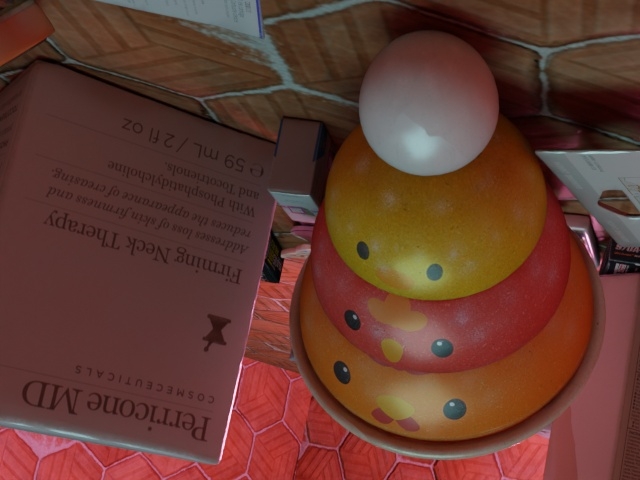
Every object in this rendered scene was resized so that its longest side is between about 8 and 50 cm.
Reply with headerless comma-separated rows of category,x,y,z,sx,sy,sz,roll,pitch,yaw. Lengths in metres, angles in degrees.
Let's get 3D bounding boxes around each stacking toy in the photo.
stacking toy,0.104,-0.026,1.065,0.350,0.350,0.480,8,150,17

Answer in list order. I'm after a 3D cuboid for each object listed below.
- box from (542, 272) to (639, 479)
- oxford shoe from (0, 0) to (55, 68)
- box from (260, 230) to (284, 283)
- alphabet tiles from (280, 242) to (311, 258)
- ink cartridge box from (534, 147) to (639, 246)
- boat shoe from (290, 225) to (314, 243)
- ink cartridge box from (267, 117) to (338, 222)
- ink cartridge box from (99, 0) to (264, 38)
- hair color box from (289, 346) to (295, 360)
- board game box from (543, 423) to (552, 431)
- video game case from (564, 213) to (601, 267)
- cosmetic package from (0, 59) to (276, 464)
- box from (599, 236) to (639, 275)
box,0.390,0.208,1.396,0.148,0.311,0.121,20,166,-28
oxford shoe,-0.336,-0.211,0.982,0.133,0.130,0.364,59,158,-19
box,-0.208,0.003,1.882,0.270,0.060,0.216,10,168,8
alphabet tiles,0.094,0.029,1.694,0.278,0.021,0.284,6,171,-24
ink cartridge box,0.376,-0.058,1.032,0.261,0.066,0.296,4,165,32
boat shoe,0.000,0.000,1.725,0.100,0.035,0.035,10,168,7
ink cartridge box,-0.016,-0.077,1.263,0.052,0.088,0.122,7,167,12
ink cartridge box,-0.141,-0.226,0.810,0.208,0.045,0.206,14,168,2
hair color box,0.150,0.164,1.971,0.374,0.185,0.113,15,168,-13
board game box,0.459,0.257,2.008,0.097,0.224,0.303,1,163,38
video game case,0.278,-0.007,1.464,0.173,0.022,0.190,8,166,21
cosmetic package,-0.287,0.044,1.356,0.329,0.393,0.327,17,167,-28
box,0.459,0.041,1.436,0.175,0.051,0.220,9,168,13
